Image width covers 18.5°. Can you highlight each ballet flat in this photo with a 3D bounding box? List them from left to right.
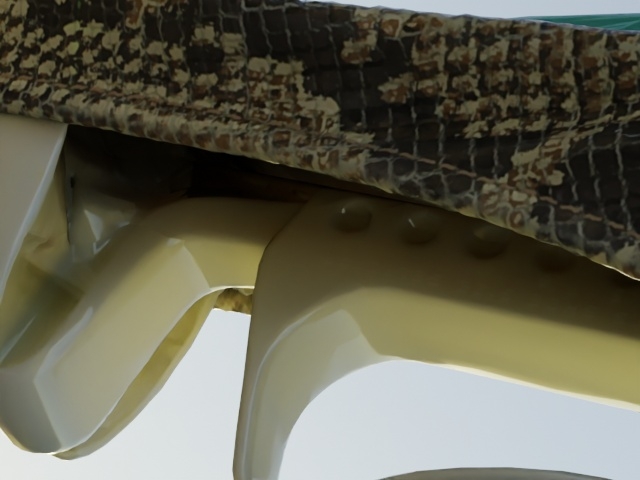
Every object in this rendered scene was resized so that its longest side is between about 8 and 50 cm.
[{"bbox_3d":[0.000,0.000,0.584,0.182,0.483,0.164,-66,150,-19],"label":"ballet flat"}]
